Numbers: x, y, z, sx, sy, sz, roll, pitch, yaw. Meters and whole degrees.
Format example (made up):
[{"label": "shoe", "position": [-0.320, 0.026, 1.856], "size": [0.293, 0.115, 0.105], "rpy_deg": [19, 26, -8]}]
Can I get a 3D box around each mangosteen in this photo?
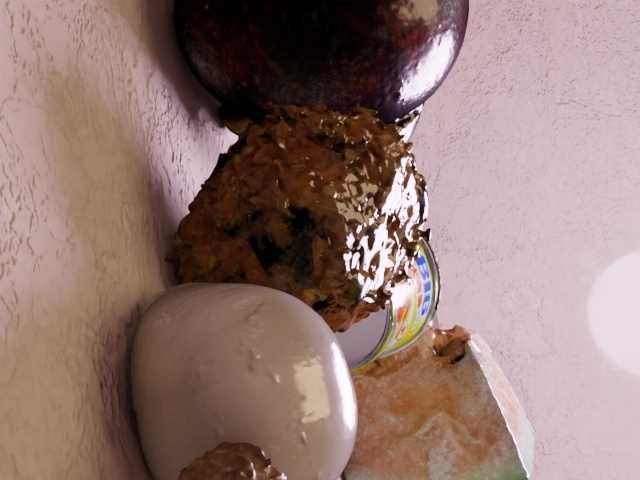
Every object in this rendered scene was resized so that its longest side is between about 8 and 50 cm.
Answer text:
[{"label": "mangosteen", "position": [0.000, -0.237, 1.120], "size": [0.330, 0.330, 0.330], "rpy_deg": [-13, 90, -78]}]

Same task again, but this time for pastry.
[{"label": "pastry", "position": [0.000, 0.000, 0.966], "size": [0.193, 0.275, 0.275], "rpy_deg": [30, -27, 44]}]

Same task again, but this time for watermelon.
[{"label": "watermelon", "position": [0.157, 0.251, 1.449], "size": [0.151, 0.264, 0.302], "rpy_deg": [56, 21, -62]}]

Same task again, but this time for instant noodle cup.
[{"label": "instant noodle cup", "position": [0.029, 0.068, 1.232], "size": [0.153, 0.205, 0.205], "rpy_deg": [-33, 110, -68]}]

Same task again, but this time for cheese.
[{"label": "cheese", "position": [-0.063, 0.121, 0.789], "size": [0.154, 0.189, 0.198], "rpy_deg": [-8, 83, -46]}]

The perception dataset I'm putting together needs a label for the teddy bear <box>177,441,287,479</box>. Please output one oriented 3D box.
[{"label": "teddy bear", "position": [-0.058, 0.255, 0.561], "size": [0.296, 0.246, 0.222], "rpy_deg": [-58, -178, -23]}]
